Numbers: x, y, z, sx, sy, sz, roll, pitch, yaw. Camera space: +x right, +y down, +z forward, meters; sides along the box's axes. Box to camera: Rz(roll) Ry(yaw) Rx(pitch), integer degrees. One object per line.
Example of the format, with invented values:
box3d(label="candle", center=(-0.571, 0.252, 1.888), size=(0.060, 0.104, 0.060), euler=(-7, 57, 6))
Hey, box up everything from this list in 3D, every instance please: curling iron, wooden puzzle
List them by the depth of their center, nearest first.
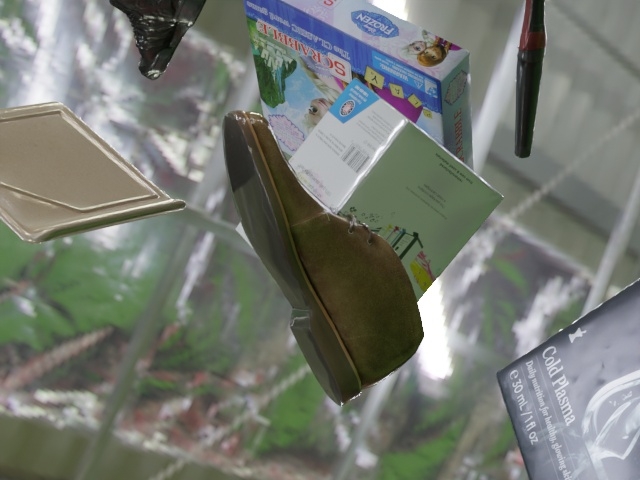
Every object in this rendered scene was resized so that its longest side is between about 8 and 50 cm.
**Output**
box3d(label="wooden puzzle", center=(-0.295, -0.070, 1.829), size=(0.221, 0.239, 0.044), euler=(-15, -47, -51))
box3d(label="curling iron", center=(0.213, -0.212, 1.850), size=(0.035, 0.068, 0.274), euler=(-69, -24, -54))

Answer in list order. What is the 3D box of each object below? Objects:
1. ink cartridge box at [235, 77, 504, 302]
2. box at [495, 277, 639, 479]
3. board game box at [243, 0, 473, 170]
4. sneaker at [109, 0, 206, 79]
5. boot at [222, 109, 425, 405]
box3d(label="ink cartridge box", center=(0.054, -0.031, 2.003), size=(0.168, 0.171, 0.232), euler=(36, -84, -31))
box3d(label="box", center=(0.548, 0.284, 2.361), size=(0.472, 0.480, 0.297), euler=(-34, -56, 15))
box3d(label="board game box", center=(0.052, -0.180, 2.233), size=(0.066, 0.319, 0.318), euler=(-46, -30, -25))
box3d(label="sneaker", center=(-0.156, -0.215, 1.560), size=(0.170, 0.089, 0.051), euler=(-47, 22, 53))
box3d(label="boot", center=(0.000, 0.000, 1.675), size=(0.115, 0.112, 0.305), euler=(-28, -77, -13))
